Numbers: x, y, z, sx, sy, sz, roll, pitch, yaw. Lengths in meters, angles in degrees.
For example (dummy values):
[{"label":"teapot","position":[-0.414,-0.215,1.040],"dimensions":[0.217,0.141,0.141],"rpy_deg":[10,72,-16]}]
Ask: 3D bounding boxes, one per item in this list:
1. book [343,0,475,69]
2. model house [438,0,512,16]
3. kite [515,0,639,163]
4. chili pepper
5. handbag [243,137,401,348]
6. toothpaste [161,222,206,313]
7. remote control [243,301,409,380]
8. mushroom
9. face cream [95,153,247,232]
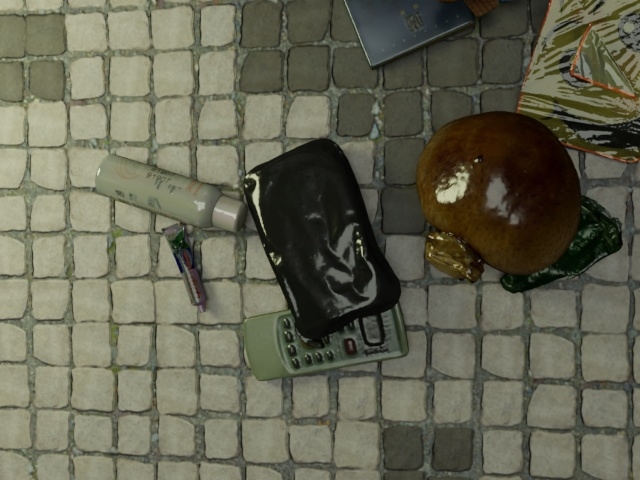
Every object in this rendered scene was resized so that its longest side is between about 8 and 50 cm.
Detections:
[{"label":"book","position":[0.124,-0.452,1.077],"dimensions":[0.190,0.025,0.269],"rpy_deg":[-22,89,9]},{"label":"model house","position":[0.242,-0.425,1.007],"dimensions":[0.148,0.119,0.148],"rpy_deg":[-44,115,7]},{"label":"kite","position":[0.463,-0.285,0.990],"dimensions":[0.377,0.013,0.328],"rpy_deg":[-32,94,23]},{"label":"chili pepper","position":[0.388,0.013,1.035],"dimensions":[0.216,0.062,0.108],"rpy_deg":[-34,80,8]},{"label":"handbag","position":[0.001,0.003,1.068],"dimensions":[0.191,0.075,0.332],"rpy_deg":[-23,80,7]},{"label":"toothpaste","position":[-0.240,0.050,1.144],"dimensions":[0.045,0.028,0.170],"rpy_deg":[-20,85,-3]},{"label":"remote control","position":[0.006,0.168,1.105],"dimensions":[0.285,0.038,0.124],"rpy_deg":[-10,91,9]},{"label":"mushroom","position":[0.270,-0.066,0.981],"dimensions":[0.263,0.195,0.283],"rpy_deg":[24,95,6]},{"label":"face cream","position":[-0.258,-0.079,1.116],"dimensions":[0.269,0.082,0.082],"rpy_deg":[17,94,7]}]
